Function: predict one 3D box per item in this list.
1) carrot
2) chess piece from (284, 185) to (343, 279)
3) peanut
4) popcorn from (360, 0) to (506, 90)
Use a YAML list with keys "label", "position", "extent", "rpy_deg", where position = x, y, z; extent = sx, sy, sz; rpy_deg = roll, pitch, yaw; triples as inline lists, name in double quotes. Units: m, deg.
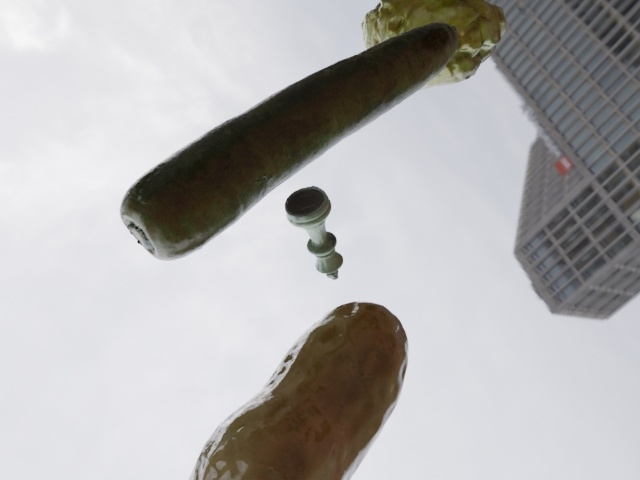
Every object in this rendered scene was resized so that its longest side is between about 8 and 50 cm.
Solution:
- label: "carrot"
  position: [-0.008, -0.102, 0.616]
  extent: [0.358, 0.074, 0.074]
  rpy_deg: [-37, -104, -23]
- label: "chess piece"
  position: [0.000, 0.000, 0.956]
  extent: [0.059, 0.059, 0.149]
  rpy_deg: [-102, -7, -45]
- label: "peanut"
  position: [-0.022, 0.191, 0.693]
  extent: [0.147, 0.147, 0.319]
  rpy_deg: [39, -105, -2]
- label: "popcorn"
  position: [0.155, -0.301, 0.978]
  extent: [0.197, 0.213, 0.198]
  rpy_deg: [18, -169, -4]
